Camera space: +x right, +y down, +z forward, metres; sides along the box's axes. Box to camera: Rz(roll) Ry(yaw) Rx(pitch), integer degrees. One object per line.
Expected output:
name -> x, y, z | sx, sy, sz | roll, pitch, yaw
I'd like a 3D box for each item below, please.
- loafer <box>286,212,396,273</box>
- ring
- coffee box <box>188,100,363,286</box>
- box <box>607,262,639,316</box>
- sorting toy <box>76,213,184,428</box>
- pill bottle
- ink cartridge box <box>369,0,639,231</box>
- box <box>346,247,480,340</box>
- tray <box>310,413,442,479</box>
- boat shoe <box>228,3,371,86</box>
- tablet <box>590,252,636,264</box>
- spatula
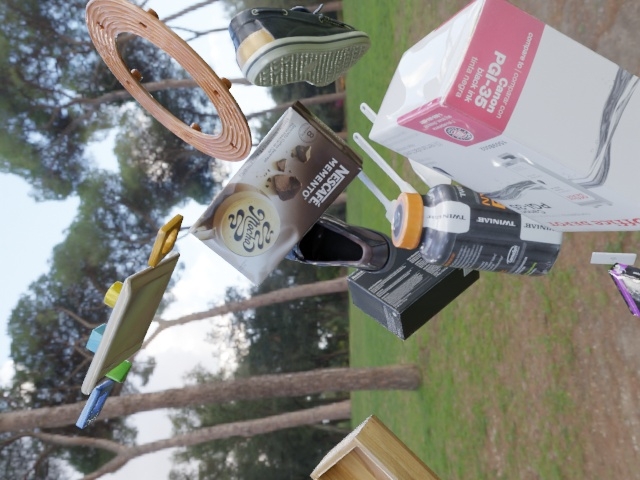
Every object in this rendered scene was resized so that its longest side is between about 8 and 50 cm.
loafer -> 0.000, 0.000, 1.202 | 0.095, 0.302, 0.109 | 3, -84, -54
ring -> -0.240, -0.257, 1.001 | 0.032, 0.336, 0.337 | -53, -19, -18
coffee box -> -0.079, -0.087, 1.130 | 0.168, 0.297, 0.119 | 40, -165, -9
box -> 0.576, 0.101, 1.031 | 0.116, 0.029, 0.162 | 51, 170, -24
sorting toy -> -0.286, 0.107, 0.907 | 0.348, 0.047, 0.196 | -64, -1, 14
pill bottle -> 0.239, -0.018, 0.967 | 0.130, 0.245, 0.131 | -174, 90, -82
ink cartridge box -> 0.223, -0.114, 0.649 | 0.117, 0.282, 0.207 | -67, 13, -6
box -> 0.223, 0.089, 1.463 | 0.184, 0.261, 0.103 | 35, 150, 42
tray -> 0.187, 0.520, 1.118 | 0.076, 0.411, 0.203 | -40, -12, -45
boat shoe -> -0.034, -0.471, 1.466 | 0.156, 0.186, 0.500 | 57, -144, 6
tablet -> 0.616, 0.039, 1.292 | 0.054, 0.083, 0.006 | 55, -139, -59
spatula -> 0.128, -0.129, 1.108 | 0.242, 0.019, 0.168 | 53, 144, 29
